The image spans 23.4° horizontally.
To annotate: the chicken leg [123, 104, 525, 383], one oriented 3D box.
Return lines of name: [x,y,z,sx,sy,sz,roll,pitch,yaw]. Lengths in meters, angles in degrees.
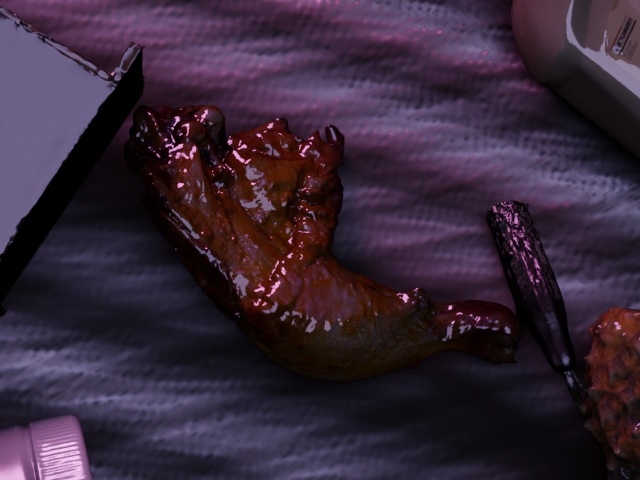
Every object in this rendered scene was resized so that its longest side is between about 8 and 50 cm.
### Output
chicken leg: [-0.006,0.010,1.114,0.322,0.083,0.177,45,59,4]

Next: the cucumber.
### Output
cucumber: [0.156,0.041,1.117,0.039,0.043,0.163,-29,51,21]

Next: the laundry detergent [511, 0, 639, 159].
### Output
laundry detergent: [0.243,-0.162,1.168,0.253,0.091,0.181,30,76,-2]

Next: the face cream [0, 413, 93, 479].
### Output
face cream: [-0.225,0.225,0.977,0.187,0.201,0.201,-12,82,-11]

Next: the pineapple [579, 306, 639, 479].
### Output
pineapple: [0.243,0.172,1.101,0.128,0.128,0.248,7,85,-7]

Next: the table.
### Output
table: [-0.239,-0.078,1.043,0.169,0.172,0.193,32,81,-2]
